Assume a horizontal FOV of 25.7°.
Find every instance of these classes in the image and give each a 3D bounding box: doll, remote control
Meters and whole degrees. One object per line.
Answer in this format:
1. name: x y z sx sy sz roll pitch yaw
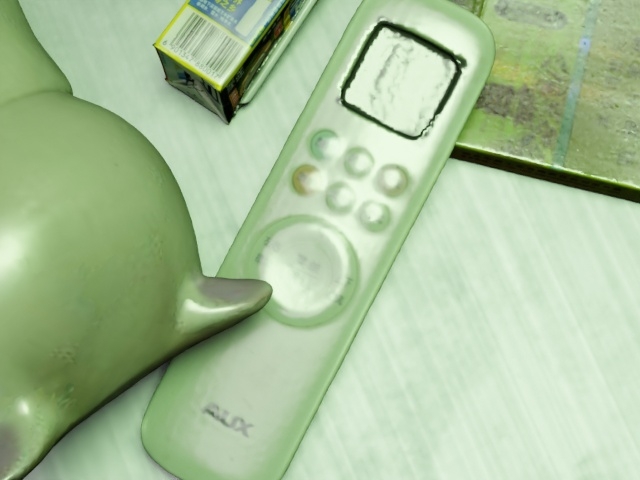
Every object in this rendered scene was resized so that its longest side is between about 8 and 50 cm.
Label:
1. doll: -0.219 -0.053 0.751 0.215 0.226 0.370 -32 88 -36
2. remote control: 0.001 0.000 0.796 0.090 0.038 0.309 28 87 6

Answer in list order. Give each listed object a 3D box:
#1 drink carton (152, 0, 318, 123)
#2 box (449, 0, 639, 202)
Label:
1. drink carton: -0.027 -0.155 0.833 0.056 0.071 0.165 35 82 5
2. box: 0.123 -0.102 0.839 0.193 0.030 0.121 14 78 4
